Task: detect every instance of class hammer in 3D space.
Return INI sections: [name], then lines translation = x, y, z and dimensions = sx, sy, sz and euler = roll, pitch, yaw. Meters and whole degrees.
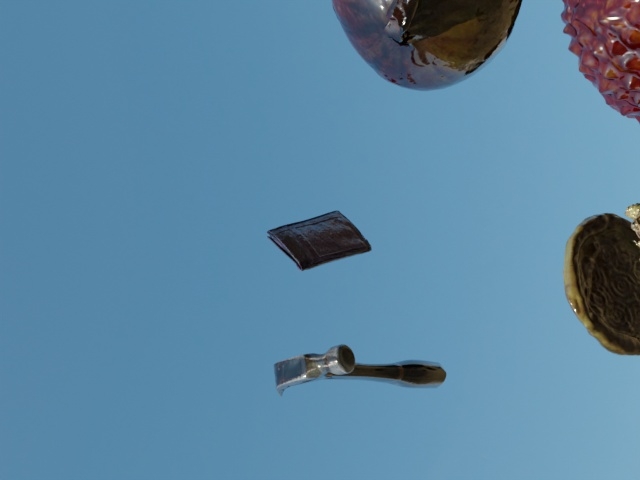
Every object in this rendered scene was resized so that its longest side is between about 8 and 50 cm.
[hammer]
translation = 0.058, 0.161, 1.165
dimensions = 0.289, 0.137, 0.037
euler = 12, -114, -50

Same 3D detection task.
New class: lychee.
[lychee]
translation = 0.592, -0.374, 1.543
dimensions = 0.424, 0.500, 0.425
euler = -2, -83, -14

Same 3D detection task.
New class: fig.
[fig]
translation = 0.112, -0.283, 1.089
dimensions = 0.235, 0.235, 0.214
euler = 43, -115, -40

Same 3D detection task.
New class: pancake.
[pancake]
translation = 0.496, 0.076, 1.595
dimensions = 0.250, 0.031, 0.250
euler = 13, -115, -30

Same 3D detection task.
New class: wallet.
[wallet]
translation = 0.000, -0.001, 1.702
dimensions = 0.165, 0.111, 0.030
euler = -17, -45, -37

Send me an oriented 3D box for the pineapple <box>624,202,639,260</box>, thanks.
[pineapple]
translation = 0.538, -0.025, 1.487
dimensions = 0.161, 0.136, 0.176
euler = -19, -55, -54
